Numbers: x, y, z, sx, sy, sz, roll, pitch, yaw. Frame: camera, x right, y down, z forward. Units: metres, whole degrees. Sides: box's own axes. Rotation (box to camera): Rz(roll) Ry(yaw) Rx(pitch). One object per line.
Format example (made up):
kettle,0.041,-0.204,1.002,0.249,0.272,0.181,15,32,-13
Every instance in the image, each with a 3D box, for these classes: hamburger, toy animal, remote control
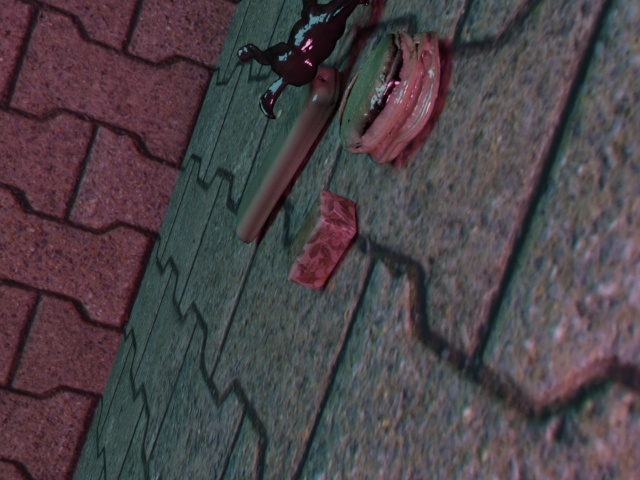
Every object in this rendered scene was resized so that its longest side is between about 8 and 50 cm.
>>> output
hamburger,0.067,-0.142,0.869,0.140,0.062,0.133,127,157,-52
toy animal,-0.017,-0.271,1.148,0.233,0.084,0.148,-49,22,7
remote control,-0.053,-0.115,1.255,0.090,0.038,0.310,-90,25,-46

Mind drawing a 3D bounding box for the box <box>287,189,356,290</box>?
box,0.000,0.000,0.957,0.098,0.045,0.062,-57,21,36
